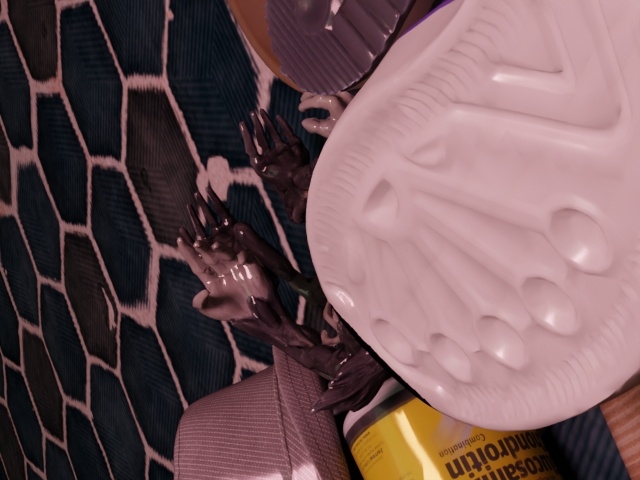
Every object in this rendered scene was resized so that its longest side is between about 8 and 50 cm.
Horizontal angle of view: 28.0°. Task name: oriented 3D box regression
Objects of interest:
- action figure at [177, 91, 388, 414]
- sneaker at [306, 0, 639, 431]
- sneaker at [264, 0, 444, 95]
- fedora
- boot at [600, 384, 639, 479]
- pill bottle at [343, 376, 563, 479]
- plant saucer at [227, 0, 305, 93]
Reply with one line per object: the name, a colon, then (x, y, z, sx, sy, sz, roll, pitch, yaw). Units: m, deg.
action figure: (0.000, 0.000, 0.746, 0.141, 0.164, 0.276, 46, 170, -28)
sneaker: (0.135, -0.082, 0.407, 0.130, 0.236, 0.323, 45, 149, 12)
sneaker: (0.109, -0.181, 0.537, 0.319, 0.131, 0.112, -45, 59, 35)
fedora: (-0.018, 0.197, 0.845, 0.244, 0.124, 0.275, -78, -32, -85)
boot: (0.204, 0.105, 0.462, 0.220, 0.109, 0.283, 61, 159, 16)
pill bottle: (0.094, 0.162, 0.730, 0.184, 0.103, 0.103, 63, 151, 22)
plant saucer: (-0.004, -0.226, 0.788, 0.278, 0.041, 0.277, 40, 138, 49)
